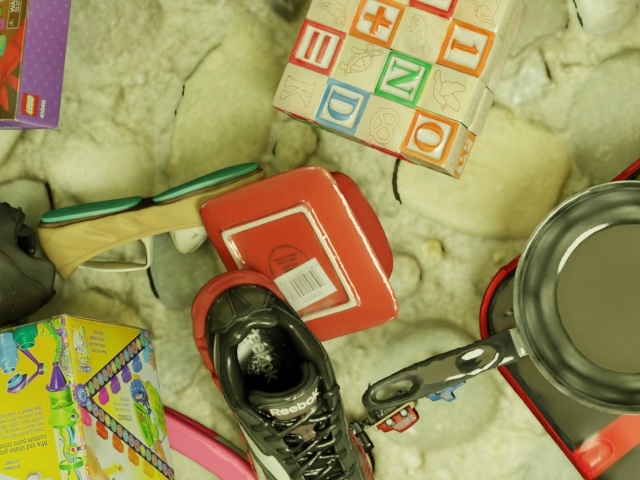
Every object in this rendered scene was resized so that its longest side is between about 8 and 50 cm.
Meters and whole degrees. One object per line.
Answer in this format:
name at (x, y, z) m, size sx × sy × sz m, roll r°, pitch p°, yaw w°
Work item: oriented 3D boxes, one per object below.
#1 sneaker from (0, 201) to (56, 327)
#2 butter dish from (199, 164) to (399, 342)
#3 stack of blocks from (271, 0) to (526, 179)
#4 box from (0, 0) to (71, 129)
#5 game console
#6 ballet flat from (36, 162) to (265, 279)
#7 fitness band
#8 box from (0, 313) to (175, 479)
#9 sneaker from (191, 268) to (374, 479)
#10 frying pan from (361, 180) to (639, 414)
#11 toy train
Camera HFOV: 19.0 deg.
sneaker at (-0.341, -0.003, 1.790) m, size 0.130 × 0.109 × 0.286 m, roll -17°, pitch 44°, yaw -26°
butter dish at (0.000, 0.000, 1.717) m, size 0.160 × 0.118 × 0.160 m, roll -19°, pitch 104°, yaw 38°
stack of blocks at (0.095, -0.225, 1.727) m, size 0.171 × 0.087 × 0.297 m, roll 21°, pitch 90°, yaw 15°
box at (-0.320, -0.251, 1.809) m, size 0.201 × 0.057 × 0.293 m, roll 2°, pitch 84°, yaw 40°
game console at (0.365, 0.073, 1.653) m, size 0.386 × 0.060 × 0.342 m, roll -40°, pitch 83°, yaw 8°
ballet flat at (-0.151, -0.015, 1.783) m, size 0.232 × 0.080 × 0.073 m, roll -13°, pitch 101°, yaw 18°
fitness band at (-0.151, 0.269, 1.757) m, size 0.291 × 0.054 × 0.209 m, roll 30°, pitch 92°, yaw 16°
box at (-0.291, 0.236, 1.683) m, size 0.290 × 0.177 × 0.279 m, roll -14°, pitch 79°, yaw 17°
sneaker at (-0.022, 0.158, 1.645) m, size 0.098 × 0.135 × 0.276 m, roll -27°, pitch 101°, yaw -8°
frying pan at (0.217, 0.093, 1.625) m, size 0.326 × 0.053 × 0.197 m, roll -45°, pitch 82°, yaw 9°
toy train at (0.070, 0.156, 1.726) m, size 0.158 × 0.027 × 0.036 m, roll -35°, pitch 81°, yaw 9°
